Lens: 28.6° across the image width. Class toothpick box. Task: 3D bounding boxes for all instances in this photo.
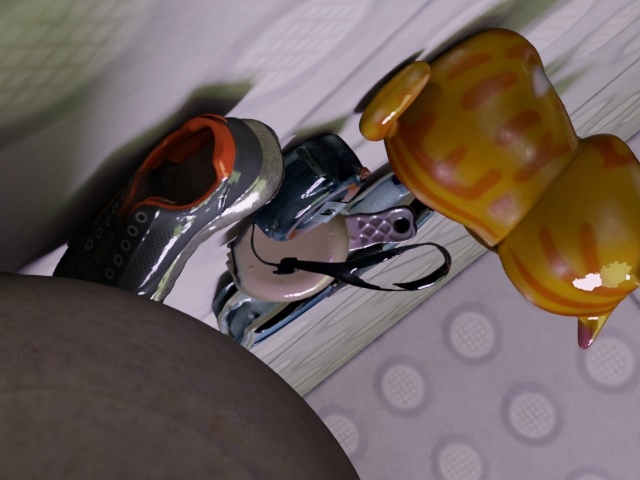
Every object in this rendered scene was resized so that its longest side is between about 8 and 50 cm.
[{"bbox_3d":[-0.179,0.229,0.666,0.409,0.409,0.425,-32,179,-22],"label":"toothpick box"}]

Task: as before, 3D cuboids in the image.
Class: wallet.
[{"bbox_3d":[0.006,0.022,1.331,0.250,0.075,0.176,-35,174,-14],"label":"wallet"}]

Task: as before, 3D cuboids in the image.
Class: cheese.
[{"bbox_3d":[-0.004,-0.006,1.112,0.171,0.092,0.047,-29,-174,0],"label":"cheese"}]

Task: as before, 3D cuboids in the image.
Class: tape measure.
[{"bbox_3d":[0.026,-0.005,0.996,0.107,0.180,0.104,-19,145,-58],"label":"tape measure"}]

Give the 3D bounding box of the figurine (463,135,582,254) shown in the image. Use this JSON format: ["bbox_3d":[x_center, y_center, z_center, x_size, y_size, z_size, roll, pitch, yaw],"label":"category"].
[{"bbox_3d":[0.242,-0.058,1.469,0.167,0.192,0.257,-50,163,8],"label":"figurine"}]

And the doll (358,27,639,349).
[{"bbox_3d":[0.172,-0.055,1.055,0.162,0.270,0.166,-51,176,-26],"label":"doll"}]

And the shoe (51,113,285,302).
[{"bbox_3d":[-0.111,-0.011,0.778,0.194,0.074,0.077,-40,159,10],"label":"shoe"}]
